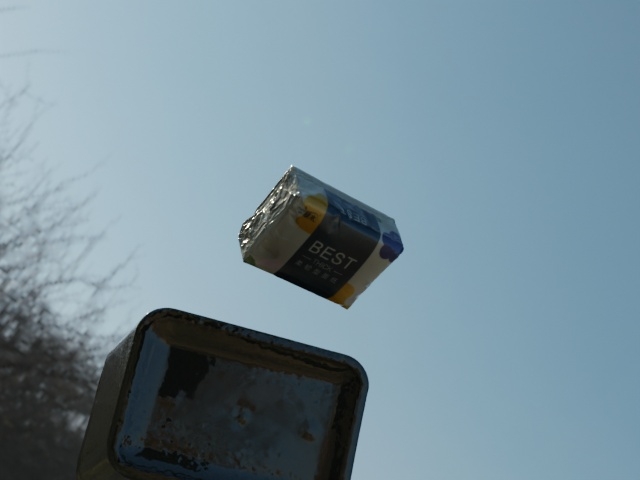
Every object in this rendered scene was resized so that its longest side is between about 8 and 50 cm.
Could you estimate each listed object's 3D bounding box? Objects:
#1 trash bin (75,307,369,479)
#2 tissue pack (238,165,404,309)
[{"bbox_3d":[-0.073,0.131,0.763,0.164,0.122,0.240,16,-17,-12],"label":"trash bin"},{"bbox_3d":[0.000,0.000,0.662,0.083,0.042,0.062,28,-61,-29],"label":"tissue pack"}]
